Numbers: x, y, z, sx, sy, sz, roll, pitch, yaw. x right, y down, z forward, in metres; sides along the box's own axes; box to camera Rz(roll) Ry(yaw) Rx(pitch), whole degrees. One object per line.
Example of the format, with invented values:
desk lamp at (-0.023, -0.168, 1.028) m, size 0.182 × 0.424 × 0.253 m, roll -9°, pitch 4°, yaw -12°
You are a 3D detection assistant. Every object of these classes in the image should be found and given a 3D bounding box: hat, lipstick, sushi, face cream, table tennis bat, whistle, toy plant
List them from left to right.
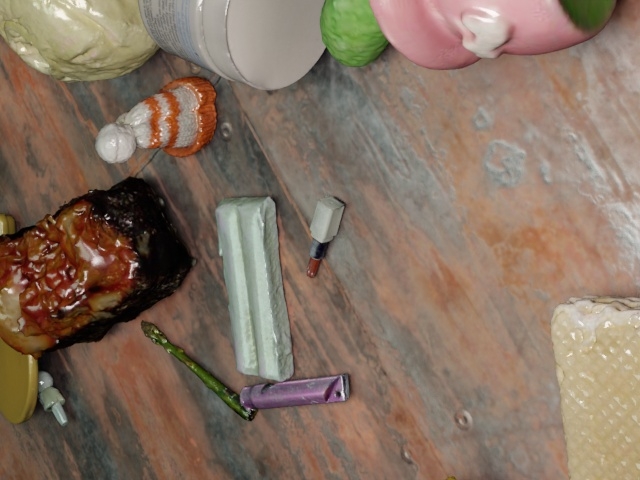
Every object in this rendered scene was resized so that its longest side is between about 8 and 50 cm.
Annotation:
table tennis bat at (-0.475, 0.119, 1.790) m, size 0.198 × 0.050 × 0.321 m, roll -1°, pitch 94°, yaw 58°
whistle at (-0.406, 0.235, 1.776) m, size 0.100 × 0.035 × 0.035 m, roll 55°, pitch 128°, yaw 20°
sushi at (-0.336, 0.036, 1.581) m, size 0.343 × 0.182 × 0.196 m, roll -28°, pitch 73°, yaw 38°
hat at (-0.210, -0.139, 1.445) m, size 0.112 × 0.162 × 0.093 m, roll -38°, pitch 76°, yaw 43°
face cream at (-0.091, -0.269, 1.303) m, size 0.153 × 0.177 × 0.177 m, roll 27°, pitch 115°, yaw 36°
whistle at (-0.032, 0.185, 1.438) m, size 0.176 × 0.033 × 0.033 m, roll -12°, pitch 90°, yaw 42°
lipstick at (0.000, 0.000, 1.378) m, size 0.025 × 0.025 × 0.107 m, roll 36°, pitch 125°, yaw 31°
toy plant at (0.084, -0.278, 1.094) m, size 0.356 × 0.317 × 0.210 m, roll 13°, pitch 75°, yaw 41°

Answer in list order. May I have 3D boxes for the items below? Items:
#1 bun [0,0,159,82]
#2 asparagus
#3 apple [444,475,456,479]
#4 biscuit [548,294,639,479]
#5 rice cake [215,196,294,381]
bun at (-0.304, -0.275, 1.461) m, size 0.244 × 0.244 × 0.153 m, roll 13°, pitch 75°, yaw 39°
asparagus at (-0.167, 0.167, 1.563) m, size 0.233 × 0.023 × 0.022 m, roll 35°, pitch 75°, yaw 31°
apple at (0.170, 0.321, 1.211) m, size 0.158 × 0.156 × 0.147 m, roll 179°, pitch 82°, yaw -71°
biscuit at (0.304, 0.258, 1.105) m, size 0.144 × 0.078 × 0.426 m, roll 2°, pitch 104°, yaw 42°
rice cake at (-0.081, 0.059, 1.450) m, size 0.085 × 0.040 × 0.226 m, roll -2°, pitch 97°, yaw 41°
